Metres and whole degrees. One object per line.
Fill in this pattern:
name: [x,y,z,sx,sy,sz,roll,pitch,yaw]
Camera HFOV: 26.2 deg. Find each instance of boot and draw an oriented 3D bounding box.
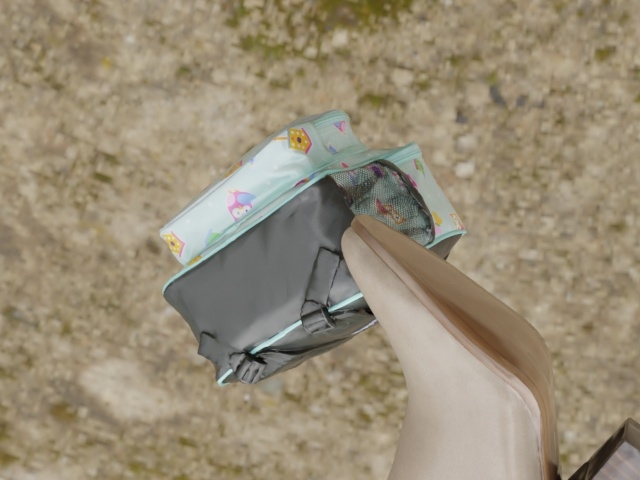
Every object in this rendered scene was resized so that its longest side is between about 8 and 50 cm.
boot: [0.031,0.062,0.338,0.118,0.042,0.087,41,112,16]

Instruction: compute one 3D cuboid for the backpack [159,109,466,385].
backpack: [0.000,0.000,0.912,0.166,0.144,0.188,-38,165,32]
